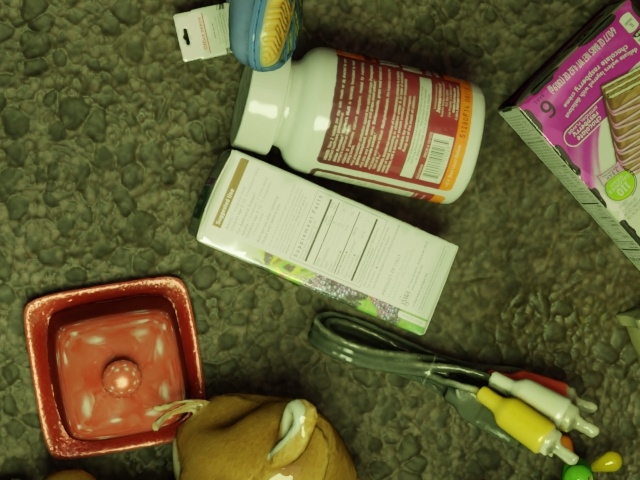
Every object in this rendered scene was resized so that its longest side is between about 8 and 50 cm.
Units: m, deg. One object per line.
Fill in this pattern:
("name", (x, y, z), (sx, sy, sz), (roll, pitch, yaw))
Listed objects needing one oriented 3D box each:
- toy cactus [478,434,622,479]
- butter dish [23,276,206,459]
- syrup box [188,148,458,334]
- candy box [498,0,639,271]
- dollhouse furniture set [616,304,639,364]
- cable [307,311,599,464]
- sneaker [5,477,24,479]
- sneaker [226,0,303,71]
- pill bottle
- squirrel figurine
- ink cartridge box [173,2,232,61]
("toy cactus", (0.207, 0.283, 1.530), (0.219, 0.112, 0.181), (-3, 126, -41))
("butter dish", (-0.185, 0.122, 1.447), (0.159, 0.118, 0.160), (-9, 93, -10))
("syrup box", (0.000, 0.000, 1.488), (0.236, 0.093, 0.096), (22, 89, -10))
("candy box", (0.314, -0.098, 1.551), (0.159, 0.071, 0.233), (-44, 99, -6))
("dollhouse furniture set", (0.396, 0.115, 1.516), (0.129, 0.183, 0.129), (-22, 96, -9))
("cable", (0.135, 0.121, 1.515), (0.287, 0.139, 0.072), (30, 118, 6))
("sneaker", (-0.368, 0.265, 1.440), (0.214, 0.084, 0.083), (-25, 91, -7))
("sneaker", (-0.081, -0.282, 1.435), (0.131, 0.112, 0.297), (0, 63, 2))
("pill bottle", (0.034, -0.114, 1.475), (0.221, 0.121, 0.121), (12, 90, -10))
("squirrel figurine", (-0.083, 0.317, 1.333), (0.370, 0.397, 0.281), (-42, 135, -14))
("ink cartridge box", (-0.096, -0.200, 1.496), (0.083, 0.028, 0.048), (-13, 94, -10))
